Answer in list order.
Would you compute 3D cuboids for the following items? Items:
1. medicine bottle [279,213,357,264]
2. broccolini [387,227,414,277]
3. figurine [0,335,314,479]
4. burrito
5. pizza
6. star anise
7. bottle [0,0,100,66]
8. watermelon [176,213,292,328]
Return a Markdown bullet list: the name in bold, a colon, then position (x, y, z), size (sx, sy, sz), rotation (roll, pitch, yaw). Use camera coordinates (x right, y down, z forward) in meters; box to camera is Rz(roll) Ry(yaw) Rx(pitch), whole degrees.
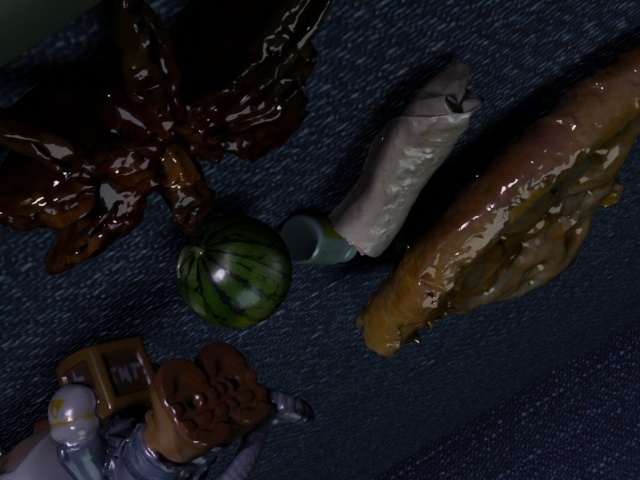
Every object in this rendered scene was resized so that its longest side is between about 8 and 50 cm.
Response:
- **medicine bottle**: position (0.000, 0.000, 1.093), size (0.047, 0.047, 0.083), rotation (-42, 159, 23)
- **broccolini**: position (0.085, 0.002, 1.271), size (0.057, 0.071, 0.254), rotation (5, 163, 21)
- **figurine**: position (-0.214, 0.215, 1.084), size (0.261, 0.186, 0.382), rotation (-2, 149, -46)
- **burrito**: position (0.069, -0.066, 1.013), size (0.060, 0.087, 0.226), rotation (22, 134, -12)
- **pizza**: position (0.205, -0.009, 1.266), size (0.392, 0.080, 0.435), rotation (-32, 155, -19)
- **star anise**: position (-0.097, -0.071, 0.724), size (0.288, 0.088, 0.288), rotation (-31, 161, -12)
- **bottle**: position (-0.115, -0.150, 0.391), size (0.347, 0.168, 0.168), rotation (-31, 160, -10)
- **watermelon**: position (-0.076, 0.023, 0.967), size (0.109, 0.109, 0.109), rotation (-29, 160, -12)
